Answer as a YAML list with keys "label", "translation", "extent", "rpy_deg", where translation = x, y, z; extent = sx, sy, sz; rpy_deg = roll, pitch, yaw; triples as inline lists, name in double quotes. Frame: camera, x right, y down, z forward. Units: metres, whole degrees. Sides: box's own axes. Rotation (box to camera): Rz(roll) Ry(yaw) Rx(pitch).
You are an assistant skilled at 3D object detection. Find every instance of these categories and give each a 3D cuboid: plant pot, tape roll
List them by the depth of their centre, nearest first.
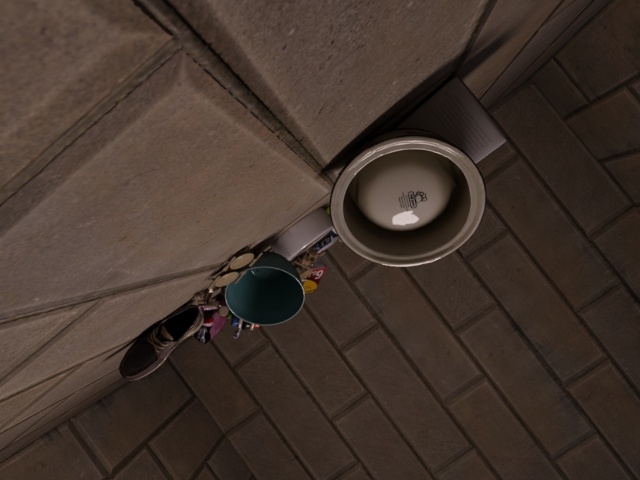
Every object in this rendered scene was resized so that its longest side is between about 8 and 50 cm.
- label: "plant pot"
  translation: [-0.208, 0.153, 1.705]
  extent: [0.290, 0.290, 0.195]
  rpy_deg: [-38, -151, 21]
- label: "tape roll"
  translation: [-0.073, -0.018, 1.904]
  extent: [0.286, 0.100, 0.286]
  rpy_deg: [-37, 178, -2]

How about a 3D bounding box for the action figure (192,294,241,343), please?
- label: "action figure"
  translation: [-0.483, 0.330, 2.161]
  extent: [0.370, 0.248, 0.275]
  rpy_deg: [-34, 149, -37]

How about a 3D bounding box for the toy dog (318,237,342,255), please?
- label: "toy dog"
  translation: [0.000, 0.000, 2.567]
  extent: [0.334, 0.220, 0.161]
  rpy_deg: [-29, -153, -16]

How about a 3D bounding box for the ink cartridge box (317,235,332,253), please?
- label: "ink cartridge box"
  translation: [-0.076, 0.014, 2.300]
  extent: [0.225, 0.056, 0.181]
  rpy_deg: [8, -156, 30]

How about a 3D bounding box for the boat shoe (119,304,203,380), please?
- label: "boat shoe"
  translation: [-0.579, 0.351, 1.620]
  extent: [0.355, 0.132, 0.130]
  rpy_deg: [-46, 172, -32]

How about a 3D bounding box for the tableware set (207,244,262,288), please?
- label: "tableware set"
  translation: [-0.295, 0.089, 1.485]
  extent: [0.128, 0.039, 0.194]
  rpy_deg: [-8, 149, -50]

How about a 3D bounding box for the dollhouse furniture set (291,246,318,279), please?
- label: "dollhouse furniture set"
  translation: [-0.118, 0.114, 1.905]
  extent: [0.182, 0.101, 0.161]
  rpy_deg: [-34, 153, -44]

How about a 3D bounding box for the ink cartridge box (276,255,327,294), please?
- label: "ink cartridge box"
  translation: [-0.163, 0.208, 2.268]
  extent: [0.309, 0.130, 0.272]
  rpy_deg: [-7, 137, -36]

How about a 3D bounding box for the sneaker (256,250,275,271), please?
- label: "sneaker"
  translation: [-0.268, 0.145, 2.032]
  extent: [0.131, 0.112, 0.296]
  rpy_deg: [-36, 177, -37]

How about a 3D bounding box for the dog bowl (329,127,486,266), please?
- label: "dog bowl"
  translation: [0.231, -0.127, 1.229]
  extent: [0.408, 0.408, 0.150]
  rpy_deg: [-39, -155, 28]

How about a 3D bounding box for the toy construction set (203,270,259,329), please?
- label: "toy construction set"
  translation: [-0.374, 0.269, 1.876]
  extent: [0.309, 0.257, 0.237]
  rpy_deg: [-20, -179, -35]

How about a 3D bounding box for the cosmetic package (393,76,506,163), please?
- label: "cosmetic package"
  translation: [0.304, -0.254, 1.363]
  extent: [0.453, 0.230, 0.161]
  rpy_deg: [-38, -179, 27]

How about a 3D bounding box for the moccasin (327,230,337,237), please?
- label: "moccasin"
  translation: [0.157, -0.133, 2.457]
  extent: [0.117, 0.137, 0.342]
  rpy_deg: [18, -128, 38]

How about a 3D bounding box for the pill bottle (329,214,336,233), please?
- label: "pill bottle"
  translation: [0.136, -0.139, 2.289]
  extent: [0.216, 0.121, 0.121]
  rpy_deg: [-37, 177, 15]

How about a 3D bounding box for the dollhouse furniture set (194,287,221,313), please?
- label: "dollhouse furniture set"
  translation: [-0.407, 0.204, 1.670]
  extent: [0.081, 0.091, 0.114]
  rpy_deg: [-4, -146, 9]

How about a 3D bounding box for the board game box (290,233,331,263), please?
- label: "board game box"
  translation: [-0.085, 0.029, 2.141]
  extent: [0.165, 0.042, 0.243]
  rpy_deg: [12, -145, 39]

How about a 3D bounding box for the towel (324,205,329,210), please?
- label: "towel"
  translation: [0.055, -0.156, 2.097]
  extent: [0.237, 0.021, 0.102]
  rpy_deg: [-33, 169, -48]
